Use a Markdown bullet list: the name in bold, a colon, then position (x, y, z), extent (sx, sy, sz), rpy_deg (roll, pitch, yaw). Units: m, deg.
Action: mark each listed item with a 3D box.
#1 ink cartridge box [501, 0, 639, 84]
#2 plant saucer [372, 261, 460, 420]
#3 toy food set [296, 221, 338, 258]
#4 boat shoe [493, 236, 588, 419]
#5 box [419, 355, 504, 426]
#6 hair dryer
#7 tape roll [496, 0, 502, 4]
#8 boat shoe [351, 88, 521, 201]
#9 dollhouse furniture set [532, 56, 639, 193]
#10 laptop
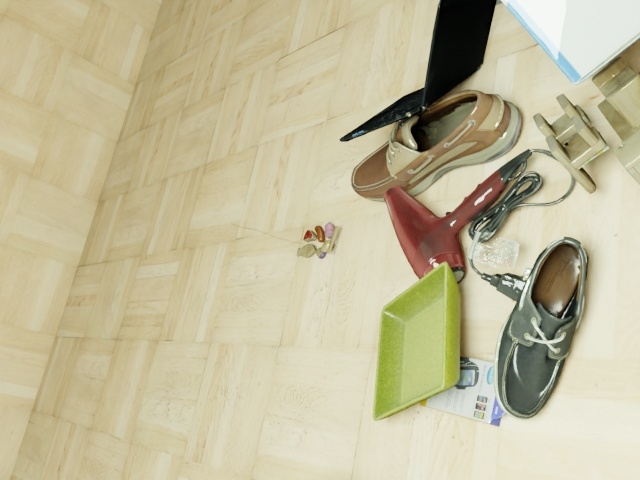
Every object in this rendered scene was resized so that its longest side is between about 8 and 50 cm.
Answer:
- **ink cartridge box**: position (0.294, -0.322, 0.755), extent (0.129, 0.223, 0.307), rpy_deg (-42, -2, 28)
- **plant saucer**: position (0.144, 0.153, 0.886), extent (0.188, 0.045, 0.188), rpy_deg (132, 152, -52)
- **toy food set**: position (0.000, 0.000, 1.213), extent (0.122, 0.019, 0.078), rpy_deg (2, 72, 58)
- **boat shoe**: position (0.272, 0.107, 0.763), extent (0.084, 0.079, 0.233), rpy_deg (19, 85, 14)
- **box**: position (0.204, 0.203, 0.851), extent (0.136, 0.028, 0.081), rpy_deg (2, 72, 48)
- **hair dryer**: position (0.218, -0.030, 0.933), extent (0.293, 0.080, 0.224), rpy_deg (13, 77, 37)
- **tape roll**: position (0.310, -0.528, 1.091), extent (0.219, 0.072, 0.219), rpy_deg (-26, 53, 39)
- **boat shoe**: position (0.164, -0.163, 1.024), extent (0.324, 0.116, 0.123), rpy_deg (-25, 52, 40)
- **dollhouse furniture set**: position (0.410, -0.122, 0.732), extent (0.212, 0.161, 0.242), rpy_deg (-41, 21, 28)
- **laptop**: position (0.160, -0.293, 0.994), extent (0.264, 0.137, 0.234), rpy_deg (-14, 18, 44)
